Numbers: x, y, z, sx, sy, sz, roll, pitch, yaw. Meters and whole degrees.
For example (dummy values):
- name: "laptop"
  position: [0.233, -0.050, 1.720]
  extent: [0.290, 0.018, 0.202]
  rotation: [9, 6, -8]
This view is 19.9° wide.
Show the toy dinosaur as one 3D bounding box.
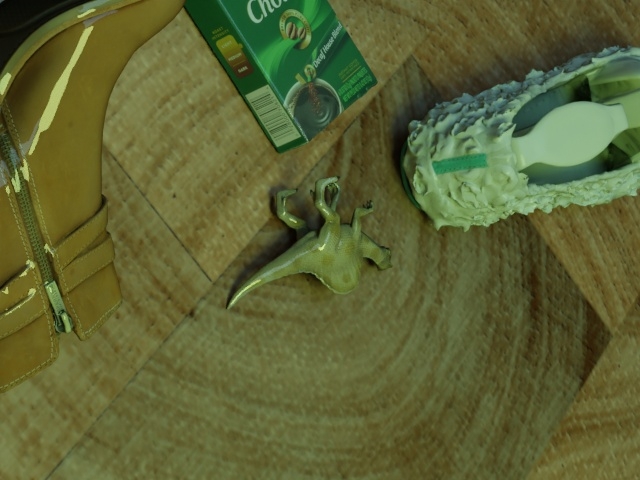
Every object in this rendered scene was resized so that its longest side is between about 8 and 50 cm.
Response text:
- name: "toy dinosaur"
  position: [0.000, 0.000, 1.455]
  extent: [0.183, 0.053, 0.092]
  rotation: [-11, 85, -44]

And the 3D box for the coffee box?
- name: "coffee box"
  position: [-0.040, -0.175, 1.485]
  extent: [0.113, 0.040, 0.184]
  rotation: [-42, 105, -42]

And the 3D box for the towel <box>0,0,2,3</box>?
- name: "towel"
  position: [-0.321, -0.184, 1.238]
  extent: [0.237, 0.037, 0.329]
  rotation: [-8, 82, -43]

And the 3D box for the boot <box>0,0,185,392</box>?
- name: "boot"
  position: [-0.171, -0.047, 1.235]
  extent: [0.283, 0.109, 0.220]
  rotation: [-39, 119, -29]

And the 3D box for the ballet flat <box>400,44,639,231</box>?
- name: "ballet flat"
  position: [0.242, -0.096, 1.652]
  extent: [0.409, 0.147, 0.147]
  rotation: [-22, 91, -45]
